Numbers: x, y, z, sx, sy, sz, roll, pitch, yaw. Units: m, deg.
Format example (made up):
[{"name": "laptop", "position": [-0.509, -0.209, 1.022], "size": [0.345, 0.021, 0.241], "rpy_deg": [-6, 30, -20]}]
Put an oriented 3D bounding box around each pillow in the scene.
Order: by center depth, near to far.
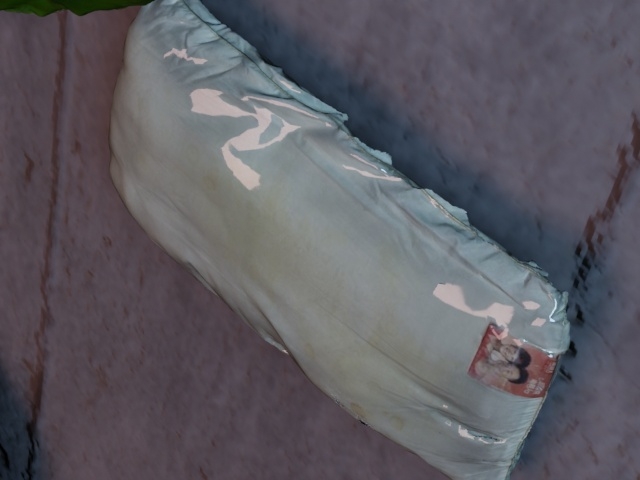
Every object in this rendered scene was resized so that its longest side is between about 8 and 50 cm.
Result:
[{"name": "pillow", "position": [0.000, 0.000, 0.682], "size": [0.229, 0.051, 0.128], "rpy_deg": [39, 143, 24]}]

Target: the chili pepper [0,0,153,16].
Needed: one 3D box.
[{"name": "chili pepper", "position": [-0.104, -0.121, 0.689], "size": [0.359, 0.085, 0.076], "rpy_deg": [-8, 120, 51]}]
